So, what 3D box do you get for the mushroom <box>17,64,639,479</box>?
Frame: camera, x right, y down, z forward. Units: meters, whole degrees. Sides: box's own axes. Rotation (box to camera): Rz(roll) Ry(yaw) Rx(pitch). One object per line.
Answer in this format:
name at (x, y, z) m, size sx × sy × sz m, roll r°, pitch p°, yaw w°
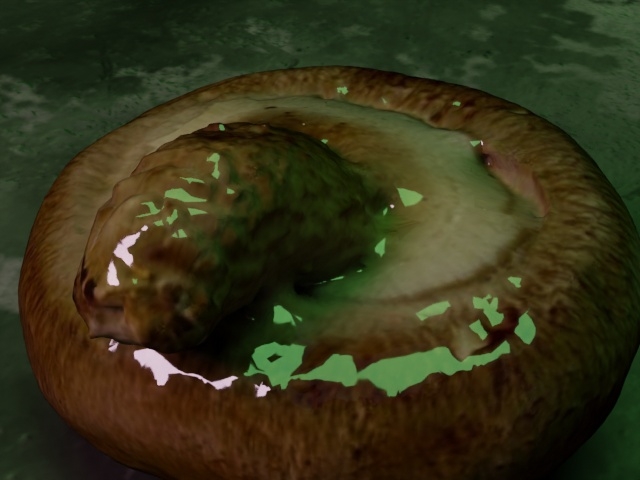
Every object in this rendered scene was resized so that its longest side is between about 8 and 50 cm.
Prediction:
mushroom at (0.000, 0.019, 0.739) m, size 0.345 × 0.239 × 0.345 m, roll 16°, pitch 40°, yaw -13°
